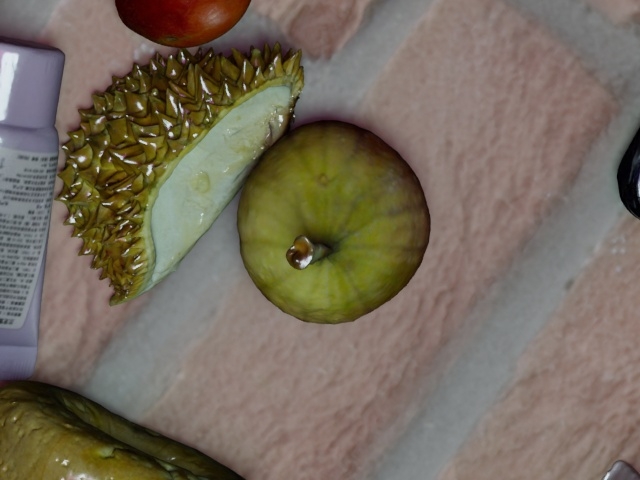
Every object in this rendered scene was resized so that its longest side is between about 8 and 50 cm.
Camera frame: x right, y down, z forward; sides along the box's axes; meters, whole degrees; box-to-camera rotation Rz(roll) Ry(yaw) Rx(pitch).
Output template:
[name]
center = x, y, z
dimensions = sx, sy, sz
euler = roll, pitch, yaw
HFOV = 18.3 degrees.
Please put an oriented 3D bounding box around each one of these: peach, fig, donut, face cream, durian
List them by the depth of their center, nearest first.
[fig]
center = -0.011, -0.003, 1.523
dimensions = 0.143, 0.231, 0.160
euler = 6, 106, 30
[donut]
center = -0.162, 0.210, 1.535
dimensions = 0.261, 0.208, 0.128
euler = 26, 92, -16
[peach]
center = -0.108, -0.195, 1.543
dimensions = 0.100, 0.101, 0.101
euler = -1, 98, -5
[face cream]
center = -0.265, -0.022, 1.549
dimensions = 0.154, 0.096, 0.274
euler = 5, 100, -44
[durian]
center = -0.117, -0.068, 1.570
dimensions = 0.252, 0.144, 0.139
euler = -52, 136, -3

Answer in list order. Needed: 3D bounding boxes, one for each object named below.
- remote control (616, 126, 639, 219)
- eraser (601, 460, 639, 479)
[remote control]
center = 0.325, -0.131, 1.609
dimensions = 0.090, 0.066, 0.266
euler = 29, 90, -21
[eraser]
center = 0.224, 0.337, 1.507
dimensions = 0.122, 0.359, 0.272
euler = 39, 92, -8
